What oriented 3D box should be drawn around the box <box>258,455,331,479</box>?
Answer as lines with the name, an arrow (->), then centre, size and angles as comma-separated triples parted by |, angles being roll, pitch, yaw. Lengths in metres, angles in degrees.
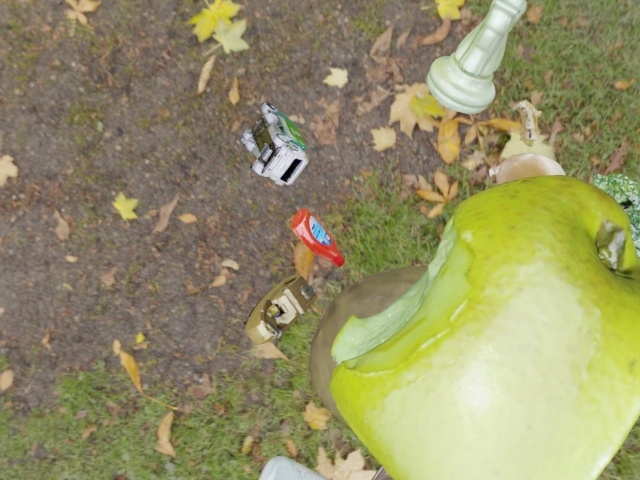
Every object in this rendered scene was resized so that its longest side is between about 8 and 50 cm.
box -> -0.050, 0.392, 0.699 | 0.142, 0.044, 0.285 | 29, 55, -4

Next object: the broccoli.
broccoli -> 0.482, 0.015, 1.131 | 0.242, 0.261, 0.269 | -4, 87, 10

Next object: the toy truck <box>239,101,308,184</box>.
toy truck -> -0.108, -0.235, 1.538 | 0.114, 0.124, 0.253 | -51, 36, 22

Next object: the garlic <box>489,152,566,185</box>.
garlic -> 0.476, -0.096, 1.478 | 0.110, 0.217, 0.228 | 11, 49, -23

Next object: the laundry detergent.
laundry detergent -> 0.000, 0.000, 1.563 | 0.049, 0.165, 0.097 | -29, 27, 30

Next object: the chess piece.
chess piece -> 0.377, -0.448, 1.472 | 0.176, 0.298, 0.175 | 12, 49, -15

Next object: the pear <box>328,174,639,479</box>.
pear -> 0.150, 0.066, 0.553 | 0.176, 0.286, 0.282 | 37, 99, -6

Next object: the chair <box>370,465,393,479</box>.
chair -> 0.224, 0.584, 1.652 | 0.175, 0.326, 0.183 | -51, 29, -7

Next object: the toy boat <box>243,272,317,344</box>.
toy boat -> -0.078, 0.147, 1.449 | 0.121, 0.321, 0.089 | -32, 94, 19

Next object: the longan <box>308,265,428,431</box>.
longan -> 0.175, 0.266, 1.483 | 0.404, 0.436, 0.404 | 10, 61, -18

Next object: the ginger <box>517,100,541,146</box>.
ginger -> 0.565, -0.314, 1.747 | 0.057, 0.044, 0.137 | 5, 119, 37
